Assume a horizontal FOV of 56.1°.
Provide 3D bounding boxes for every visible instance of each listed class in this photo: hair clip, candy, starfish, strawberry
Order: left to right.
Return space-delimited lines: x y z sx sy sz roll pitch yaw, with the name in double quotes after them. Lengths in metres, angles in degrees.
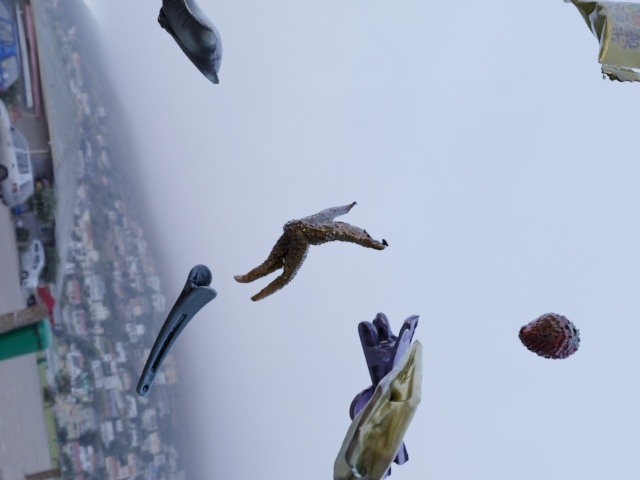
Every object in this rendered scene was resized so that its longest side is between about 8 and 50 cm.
-0.269 0.173 1.105 0.275 0.048 0.083 -58 -144 18 "hair clip"
-0.002 -0.005 0.522 0.130 0.133 0.041 -5 -52 38 "starfish"
0.105 0.230 0.945 0.090 0.137 0.278 17 -68 35 "hair clip"
0.384 0.160 1.012 0.097 0.083 0.083 0 -83 36 "strawberry"
0.513 -0.331 0.978 0.297 0.187 0.081 -86 -174 -45 "candy"

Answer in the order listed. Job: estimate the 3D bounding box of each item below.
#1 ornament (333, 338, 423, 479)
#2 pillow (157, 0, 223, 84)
0.075 0.184 0.657 0.059 0.180 0.201 27 -27 10 "ornament"
-0.171 -0.282 0.802 0.135 0.055 0.091 51 -49 18 "pillow"
